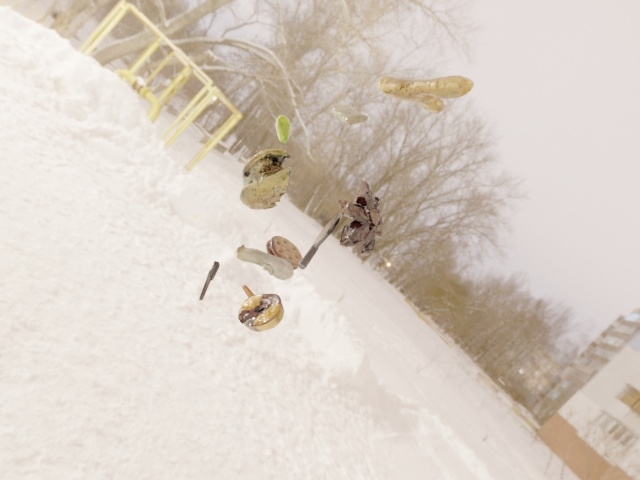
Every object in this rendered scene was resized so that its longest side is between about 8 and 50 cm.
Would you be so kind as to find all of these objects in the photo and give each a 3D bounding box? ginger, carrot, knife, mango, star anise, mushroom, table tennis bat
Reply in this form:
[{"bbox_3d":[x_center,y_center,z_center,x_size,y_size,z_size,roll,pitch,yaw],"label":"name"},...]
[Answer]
[{"bbox_3d":[0.437,-0.650,1.970,0.347,0.122,0.363,9,9,-7],"label":"ginger"},{"bbox_3d":[-0.287,0.240,1.934,0.190,0.037,0.037,38,-1,35],"label":"carrot"},{"bbox_3d":[-0.428,0.150,1.733,0.028,0.060,0.231,9,38,1],"label":"knife"},{"bbox_3d":[-0.143,-0.423,1.734,0.073,0.056,0.108,125,-37,-72],"label":"mango"},{"bbox_3d":[0.137,-0.065,1.462,0.098,0.214,0.220,10,-31,44],"label":"star anise"},{"bbox_3d":[-0.245,0.094,2.028,0.277,0.099,0.096,24,-12,-6],"label":"mushroom"},{"bbox_3d":[0.000,0.000,1.494,0.027,0.236,0.150,39,-29,-7],"label":"table tennis bat"}]

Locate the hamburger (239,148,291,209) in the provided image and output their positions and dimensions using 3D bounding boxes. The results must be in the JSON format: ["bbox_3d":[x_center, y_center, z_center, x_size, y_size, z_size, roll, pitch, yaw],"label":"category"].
[{"bbox_3d":[-0.238,-0.245,1.873,0.288,0.192,0.168,-47,-123,57],"label":"hamburger"}]

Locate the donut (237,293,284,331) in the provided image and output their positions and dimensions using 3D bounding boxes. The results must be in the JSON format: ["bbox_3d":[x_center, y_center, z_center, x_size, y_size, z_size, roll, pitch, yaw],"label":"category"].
[{"bbox_3d":[-0.226,0.283,1.770,0.166,0.183,0.073,-90,160,-50],"label":"donut"}]

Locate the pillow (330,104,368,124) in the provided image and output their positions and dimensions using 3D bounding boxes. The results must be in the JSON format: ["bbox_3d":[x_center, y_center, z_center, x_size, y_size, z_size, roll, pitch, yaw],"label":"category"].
[{"bbox_3d":[0.138,-0.608,2.201,0.208,0.119,0.053,-130,-145,-48],"label":"pillow"}]

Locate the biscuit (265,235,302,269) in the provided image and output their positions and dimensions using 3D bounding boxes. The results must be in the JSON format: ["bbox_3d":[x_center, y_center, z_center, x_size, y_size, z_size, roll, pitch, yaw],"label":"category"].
[{"bbox_3d":[-0.193,0.067,2.424,0.220,0.066,0.221,35,24,-19],"label":"biscuit"}]
